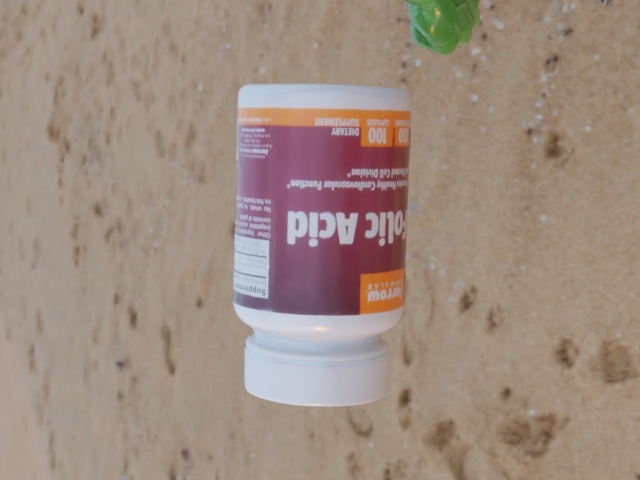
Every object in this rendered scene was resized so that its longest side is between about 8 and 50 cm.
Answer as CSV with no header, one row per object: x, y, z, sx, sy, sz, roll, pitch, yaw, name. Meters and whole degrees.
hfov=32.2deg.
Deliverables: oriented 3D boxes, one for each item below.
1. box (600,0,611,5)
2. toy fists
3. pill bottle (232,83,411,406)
0.339,-0.492,1.369,0.322,0.257,0.079,49,179,14,box
0.167,-0.384,1.527,0.096,0.142,0.279,-10,57,29,toy fists
0.000,0.000,1.423,0.224,0.224,0.392,-165,75,-65,pill bottle
